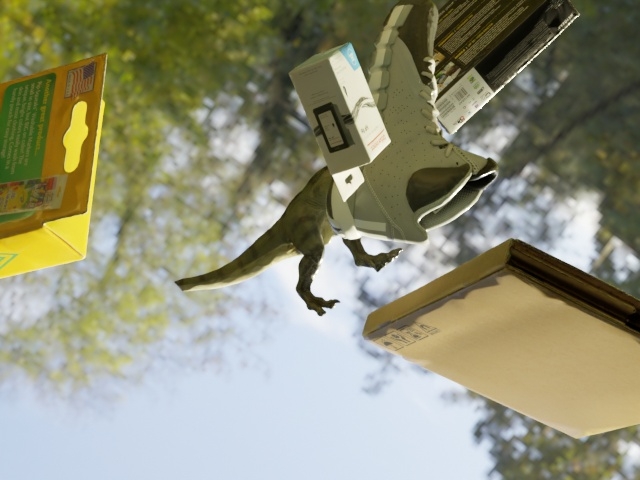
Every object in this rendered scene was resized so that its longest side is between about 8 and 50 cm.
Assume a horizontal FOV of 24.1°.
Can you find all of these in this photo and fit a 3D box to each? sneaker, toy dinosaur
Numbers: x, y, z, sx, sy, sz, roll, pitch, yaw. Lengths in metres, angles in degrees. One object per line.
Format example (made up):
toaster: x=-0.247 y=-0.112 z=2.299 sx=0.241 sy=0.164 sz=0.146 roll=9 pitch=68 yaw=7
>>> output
sneaker: x=0.100 y=-0.097 z=1.298 sx=0.132 sy=0.229 sz=0.086 roll=13 pitch=169 yaw=21
toy dinosaur: x=0.000 y=0.000 z=1.438 sx=0.118 sy=0.268 sz=0.064 roll=51 pitch=-174 yaw=3

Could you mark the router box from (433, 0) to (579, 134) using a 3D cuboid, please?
router box: x=0.160 y=-0.204 z=1.540 sx=0.046 sy=0.179 sz=0.133 roll=46 pitch=-178 yaw=-33

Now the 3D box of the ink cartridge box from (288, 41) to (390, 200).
ink cartridge box: x=0.015 y=-0.071 z=0.892 sx=0.083 sy=0.028 sz=0.048 roll=67 pitch=-156 yaw=-12

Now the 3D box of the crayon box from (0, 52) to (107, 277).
crayon box: x=-0.353 y=-0.062 z=1.610 sx=0.083 sy=0.323 sz=0.203 roll=46 pitch=-142 yaw=-50

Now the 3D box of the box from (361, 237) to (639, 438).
box: x=0.133 y=0.064 z=0.872 sx=0.164 sy=0.021 sz=0.201 roll=26 pitch=158 yaw=-13
